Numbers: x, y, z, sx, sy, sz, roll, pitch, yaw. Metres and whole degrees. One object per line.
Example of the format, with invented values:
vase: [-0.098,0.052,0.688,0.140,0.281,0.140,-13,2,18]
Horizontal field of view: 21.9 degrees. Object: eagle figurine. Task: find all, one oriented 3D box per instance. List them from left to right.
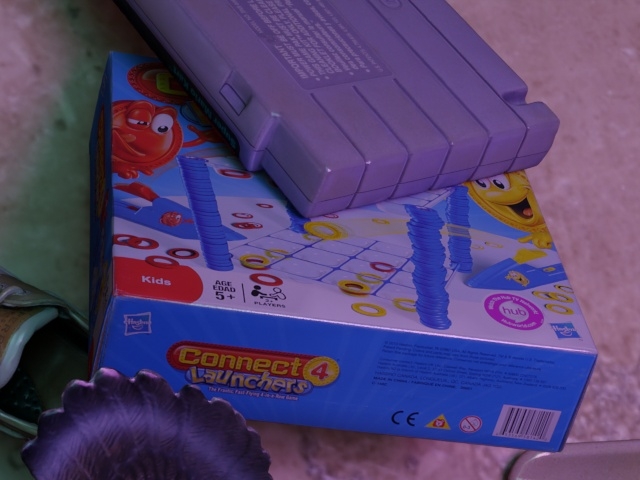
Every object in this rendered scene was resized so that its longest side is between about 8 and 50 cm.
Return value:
eagle figurine: [-0.124,0.232,1.012,0.226,0.225,0.298,-14,82,-9]

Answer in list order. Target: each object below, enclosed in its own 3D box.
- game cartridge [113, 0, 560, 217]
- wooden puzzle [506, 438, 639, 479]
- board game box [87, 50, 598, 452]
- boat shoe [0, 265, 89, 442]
game cartridge: [-0.020,-0.163,1.193,0.230,0.068,0.355,-16,54,-34]
wooden puzzle: [0.324,0.281,1.150,0.322,0.080,0.347,-1,52,-16]
board game box: [0.000,0.000,1.124,0.308,0.086,0.302,7,33,-13]
boat shoe: [-0.208,0.071,1.116,0.302,0.103,0.113,28,67,-2]
